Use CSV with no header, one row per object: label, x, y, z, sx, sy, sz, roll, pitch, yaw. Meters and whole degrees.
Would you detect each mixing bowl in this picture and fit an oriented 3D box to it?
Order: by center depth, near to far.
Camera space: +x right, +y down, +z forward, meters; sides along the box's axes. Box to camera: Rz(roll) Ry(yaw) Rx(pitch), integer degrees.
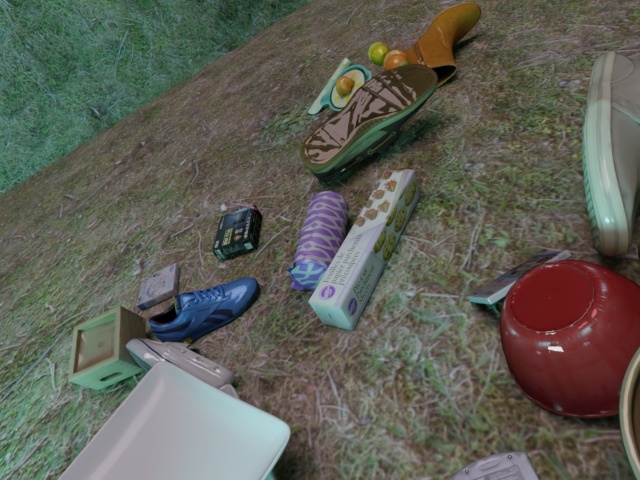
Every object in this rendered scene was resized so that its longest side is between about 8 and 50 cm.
mixing bowl,0.274,0.088,0.498,0.181,0.098,0.181,-34,29,22

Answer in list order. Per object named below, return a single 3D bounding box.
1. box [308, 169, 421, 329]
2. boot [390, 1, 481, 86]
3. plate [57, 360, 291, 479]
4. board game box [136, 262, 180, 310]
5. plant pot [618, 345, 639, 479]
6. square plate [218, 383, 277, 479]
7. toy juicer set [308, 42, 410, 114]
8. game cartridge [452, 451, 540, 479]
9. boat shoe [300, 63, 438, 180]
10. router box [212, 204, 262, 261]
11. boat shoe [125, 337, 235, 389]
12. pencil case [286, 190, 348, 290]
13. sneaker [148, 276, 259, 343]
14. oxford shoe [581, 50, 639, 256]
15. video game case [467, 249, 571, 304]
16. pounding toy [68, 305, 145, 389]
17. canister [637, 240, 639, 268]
box,0.088,0.003,0.779,0.063,0.067,0.324,5,49,37
boot,0.324,-0.498,1.176,0.295,0.104,0.211,-28,43,11
plate,-0.201,0.307,0.544,0.277,0.045,0.278,9,50,37
board game box,-0.356,0.101,0.987,0.090,0.020,0.090,-25,38,7
plant pot,0.375,0.171,0.353,0.237,0.110,0.237,-16,51,21
square plate,-0.183,0.392,0.513,0.347,0.049,0.344,-35,39,-11
toy juicer set,0.090,-0.436,1.191,0.329,0.089,0.209,22,89,47
game cartridge,0.186,0.257,0.470,0.083,0.017,0.056,-23,42,8
boat shoe,0.114,-0.254,1.002,0.342,0.123,0.123,-40,63,2
router box,-0.184,-0.018,0.995,0.092,0.038,0.122,-18,39,16
boat shoe,-0.233,0.211,0.751,0.226,0.083,0.076,21,49,31
pencil case,0.000,0.000,0.828,0.088,0.086,0.206,-43,21,43
sneaker,-0.215,0.120,0.828,0.209,0.082,0.069,-30,36,-3
oxford shoe,0.457,-0.156,0.648,0.130,0.169,0.449,4,44,34
video game case,0.267,0.050,0.610,0.122,0.011,0.087,-31,-5,-2
pounding toy,-0.405,0.207,0.855,0.141,0.100,0.130,-25,52,10
canister,0.438,0.064,0.481,0.126,0.073,0.170,-10,43,25
